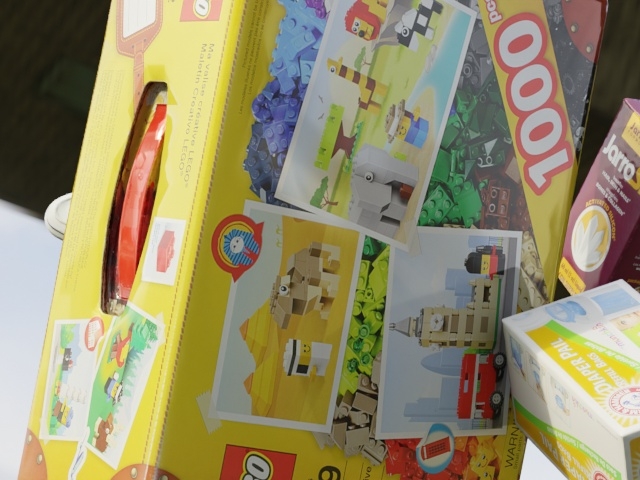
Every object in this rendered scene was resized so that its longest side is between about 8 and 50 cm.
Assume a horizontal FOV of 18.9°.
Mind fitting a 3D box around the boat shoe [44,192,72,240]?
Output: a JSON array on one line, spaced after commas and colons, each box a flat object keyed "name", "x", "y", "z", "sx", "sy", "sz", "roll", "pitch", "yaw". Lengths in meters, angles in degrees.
[{"name": "boat shoe", "x": -0.231, "y": -0.038, "z": 2.369, "sx": 0.226, "sy": 0.083, "sz": 0.076, "roll": 1, "pitch": -28, "yaw": 6}]

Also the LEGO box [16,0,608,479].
[{"name": "LEGO box", "x": 0.000, "y": 0.000, "z": 1.556, "sx": 0.372, "sy": 0.500, "sz": 0.193, "roll": 13, "pitch": -3, "yaw": -37}]

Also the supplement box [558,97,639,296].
[{"name": "supplement box", "x": 0.299, "y": -0.024, "z": 1.803, "sx": 0.081, "sy": 0.188, "sz": 0.104, "roll": 8, "pitch": 29, "yaw": -27}]

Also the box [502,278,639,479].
[{"name": "box", "x": 0.235, "y": 0.128, "z": 1.478, "sx": 0.203, "sy": 0.114, "sz": 0.103, "roll": -133, "pitch": -151, "yaw": -58}]
